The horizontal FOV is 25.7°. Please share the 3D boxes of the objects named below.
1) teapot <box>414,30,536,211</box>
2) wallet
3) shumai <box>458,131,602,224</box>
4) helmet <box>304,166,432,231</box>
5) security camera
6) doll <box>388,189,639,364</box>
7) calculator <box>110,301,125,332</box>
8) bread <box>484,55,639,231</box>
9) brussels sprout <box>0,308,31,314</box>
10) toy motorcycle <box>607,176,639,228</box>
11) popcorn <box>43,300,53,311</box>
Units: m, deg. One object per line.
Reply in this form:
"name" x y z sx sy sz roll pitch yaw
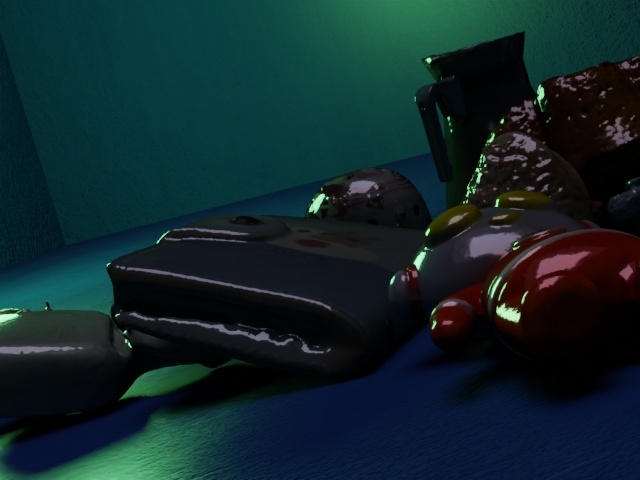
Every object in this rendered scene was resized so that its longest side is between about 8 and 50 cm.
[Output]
"teapot" 0.205 -0.130 1.712 0.203 0.225 0.171 -21 7 -43
"wallet" -0.021 0.030 1.250 0.252 0.083 0.360 11 13 17
"shumai" 0.184 -0.008 1.209 0.146 0.145 0.116 -13 -18 27
"helmet" 0.052 -0.038 1.711 0.153 0.107 0.177 -22 23 -26
"security camera" -0.170 0.103 1.270 0.302 0.080 0.157 -6 13 -7
"doll" 0.148 0.022 0.983 0.200 0.105 0.336 -17 6 -9
"calculator" -0.139 0.067 1.630 0.173 0.051 0.293 -20 6 -25
"bread" 0.279 -0.082 1.343 0.232 0.135 0.247 -29 -18 27
"brussels sprout" -0.349 0.129 1.417 0.181 0.100 0.139 -13 16 13
"toy motorcycle" 0.393 -0.059 1.192 0.297 0.109 0.198 -17 -5 12
"popcorn" -0.291 0.104 1.568 0.084 0.084 0.084 -16 6 2
